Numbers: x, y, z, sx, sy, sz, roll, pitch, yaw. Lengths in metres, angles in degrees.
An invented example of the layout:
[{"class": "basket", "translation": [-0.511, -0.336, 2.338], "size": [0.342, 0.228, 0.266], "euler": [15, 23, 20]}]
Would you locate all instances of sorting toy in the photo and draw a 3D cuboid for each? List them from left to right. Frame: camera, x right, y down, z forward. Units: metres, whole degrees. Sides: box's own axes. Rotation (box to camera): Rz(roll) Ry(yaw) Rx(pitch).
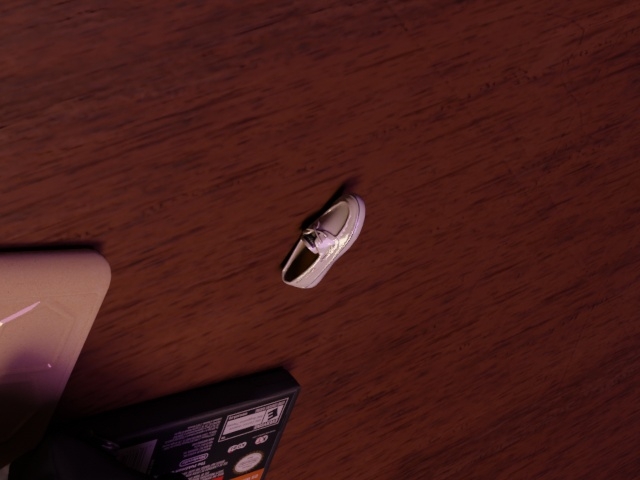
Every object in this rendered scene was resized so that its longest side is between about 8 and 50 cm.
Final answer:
[{"class": "sorting toy", "translation": [-0.266, 0.097, 1.123], "size": [0.193, 0.038, 0.208], "euler": [-3, 124, -45]}]

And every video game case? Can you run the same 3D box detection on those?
[{"class": "video game case", "translation": [-0.164, 0.243, 1.384], "size": [0.275, 0.035, 0.248], "euler": [-11, 134, -40]}]

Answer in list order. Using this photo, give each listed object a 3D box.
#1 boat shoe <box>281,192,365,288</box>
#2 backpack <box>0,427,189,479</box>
[{"class": "boat shoe", "translation": [0.000, 0.000, 1.295], "size": [0.035, 0.035, 0.100], "euler": [5, 130, -52]}, {"class": "backpack", "translation": [-0.263, 0.336, 1.196], "size": [0.356, 0.273, 0.290], "euler": [-20, 147, 17]}]
